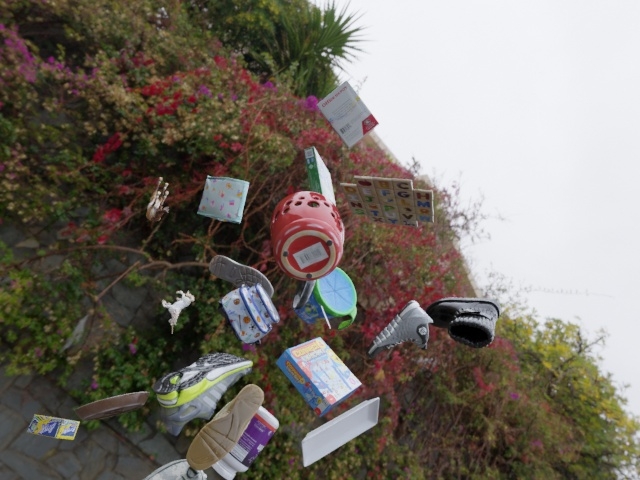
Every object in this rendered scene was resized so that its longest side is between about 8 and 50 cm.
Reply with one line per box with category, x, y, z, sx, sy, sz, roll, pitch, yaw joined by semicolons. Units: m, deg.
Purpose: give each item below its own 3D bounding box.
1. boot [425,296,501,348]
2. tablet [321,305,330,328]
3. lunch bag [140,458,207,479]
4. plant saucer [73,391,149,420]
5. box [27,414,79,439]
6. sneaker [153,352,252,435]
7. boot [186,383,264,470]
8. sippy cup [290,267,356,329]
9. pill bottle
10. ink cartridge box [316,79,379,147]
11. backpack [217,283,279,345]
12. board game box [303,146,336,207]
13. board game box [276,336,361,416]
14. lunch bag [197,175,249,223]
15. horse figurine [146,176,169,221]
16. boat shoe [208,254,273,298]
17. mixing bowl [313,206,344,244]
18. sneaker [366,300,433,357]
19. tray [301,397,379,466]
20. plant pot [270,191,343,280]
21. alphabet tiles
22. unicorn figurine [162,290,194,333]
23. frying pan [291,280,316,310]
boot;0.568;0.344;1.782;0.348;0.260;0.131;-17;-80;38
tablet;0.021;0.301;1.669;0.054;0.006;0.083;-113;-179;-64
lunch bag;-0.492;0.831;1.346;0.212;0.256;0.305;44;-35;13
plant saucer;-0.504;0.407;1.036;0.168;0.168;0.029;125;-49;-58
box;-0.817;0.571;1.298;0.168;0.054;0.059;-9;-31;30
sneaker;-0.275;0.357;1.027;0.111;0.300;0.121;7;-83;30
boot;-0.279;0.546;1.207;0.095;0.262;0.203;38;-42;6
sippy cup;0.004;0.262;1.904;0.224;0.240;0.306;-36;-116;40
pill bottle;-0.355;0.934;1.981;0.181;0.323;0.181;34;-20;15
ink cartridge box;0.091;-0.415;1.418;0.176;0.128;0.127;53;9;-5
backpack;-0.300;0.308;1.790;0.276;0.213;0.263;55;4;4
board game box;0.012;-0.168;1.626;0.046;0.317;0.213;-15;-24;12
board game box;-0.003;0.605;1.928;0.302;0.308;0.086;45;-70;22
lunch bag;-0.482;-0.209;2.199;0.262;0.223;0.160;11;-4;34
horse figurine;-0.678;-0.147;1.764;0.066;0.174;0.263;18;21;-28
boat shoe;-0.377;0.183;2.096;0.355;0.132;0.130;31;-6;11
mixing bowl;0.000;0.000;1.283;0.181;0.181;0.098;60;-1;-28
sneaker;0.252;0.305;1.292;0.132;0.229;0.086;43;9;12
tray;0.059;0.568;1.278;0.030;0.270;0.145;45;-34;44
plant pot;-0.035;-0.009;1.074;0.191;0.174;0.191;-1;-64;-3
alphabet tiles;0.222;-0.120;1.386;0.285;0.011;0.342;8;-18;18
unicorn figurine;-0.560;0.261;1.651;0.111;0.162;0.060;28;-26;32
frying pan;-0.032;0.109;1.506;0.053;0.197;0.326;22;-66;-8
